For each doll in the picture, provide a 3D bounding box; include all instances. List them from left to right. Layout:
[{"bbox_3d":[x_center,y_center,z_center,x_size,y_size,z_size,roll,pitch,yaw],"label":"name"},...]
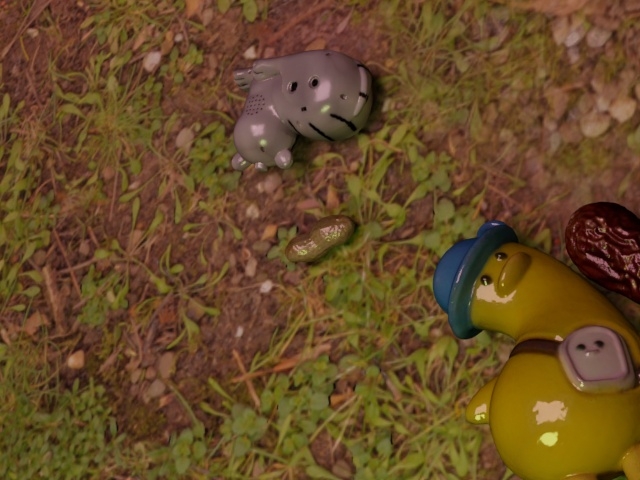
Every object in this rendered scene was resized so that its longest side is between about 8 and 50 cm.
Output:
[{"bbox_3d":[0.220,0.114,1.579,0.199,0.145,0.363,-21,50,-3],"label":"doll"}]

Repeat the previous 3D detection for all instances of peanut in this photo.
[{"bbox_3d":[0.000,0.000,1.835,0.083,0.037,0.037,-34,58,15],"label":"peanut"}]

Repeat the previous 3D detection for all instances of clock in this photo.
[{"bbox_3d":[-0.022,-0.134,1.865,0.176,0.080,0.117,-6,72,37],"label":"clock"}]

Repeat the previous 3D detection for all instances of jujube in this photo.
[{"bbox_3d":[0.279,0.015,1.587,0.129,0.077,0.077,43,103,39],"label":"jujube"}]
